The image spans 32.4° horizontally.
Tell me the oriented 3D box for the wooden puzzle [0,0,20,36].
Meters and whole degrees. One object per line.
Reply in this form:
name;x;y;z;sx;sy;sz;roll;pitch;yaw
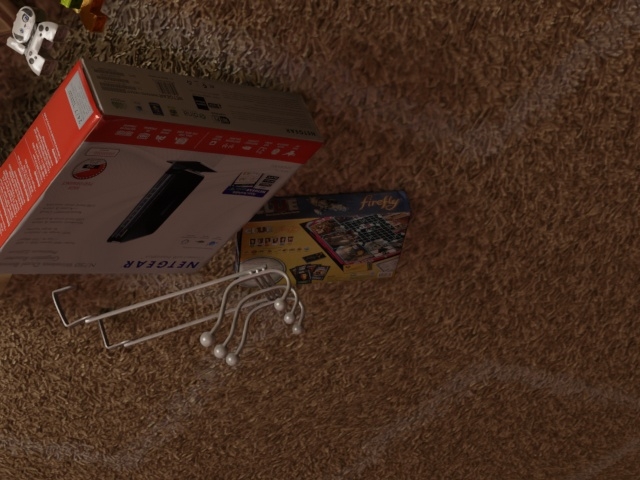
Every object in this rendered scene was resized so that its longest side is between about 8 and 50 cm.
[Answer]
wooden puzzle;-0.429;-0.234;1.110;0.220;0.044;0.239;-12;175;1

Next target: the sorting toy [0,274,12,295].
sorting toy;-0.540;0.008;1.440;0.257;0.089;0.255;13;137;-29

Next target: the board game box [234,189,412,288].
board game box;0.000;0.000;1.611;0.243;0.042;0.165;-3;143;-10

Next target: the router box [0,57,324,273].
router box;-0.211;-0.073;1.344;0.335;0.082;0.301;1;145;-45

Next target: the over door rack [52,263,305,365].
over door rack;-0.189;0.121;1.585;0.324;0.108;0.239;-6;166;3

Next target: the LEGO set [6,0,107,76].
LEGO set;-0.254;-0.289;1.121;0.087;0.093;0.227;-14;133;-64
